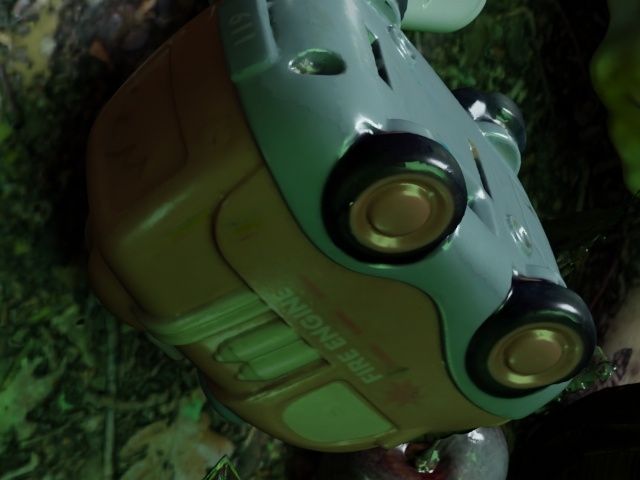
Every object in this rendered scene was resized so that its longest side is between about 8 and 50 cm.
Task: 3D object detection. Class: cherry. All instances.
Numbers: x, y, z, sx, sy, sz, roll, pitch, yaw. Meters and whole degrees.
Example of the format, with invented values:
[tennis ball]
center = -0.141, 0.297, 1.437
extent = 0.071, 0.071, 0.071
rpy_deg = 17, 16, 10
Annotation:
[cherry]
center = 0.082, 0.140, 1.229
extent = 0.188, 0.115, 0.148
rpy_deg = -40, 125, -24

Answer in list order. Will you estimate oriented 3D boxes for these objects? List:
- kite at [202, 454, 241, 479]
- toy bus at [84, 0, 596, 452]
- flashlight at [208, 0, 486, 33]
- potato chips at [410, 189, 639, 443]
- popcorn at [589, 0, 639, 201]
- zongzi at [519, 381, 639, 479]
[kite]
center = -0.070, 0.192, 1.190
extent = 0.222, 0.008, 0.125
rpy_deg = 0, 104, -43
[toy bus]
center = 0.000, 0.000, 1.033
extent = 0.232, 0.194, 0.288
rpy_deg = -31, 132, 14
[flashlight]
center = 0.024, -0.150, 1.107
extent = 0.200, 0.047, 0.093
rpy_deg = -4, 113, -41
[potato chips]
center = 0.117, 0.046, 1.174
extent = 0.029, 0.202, 0.220
rpy_deg = 56, 46, -20
[popcorn]
center = 0.323, -0.128, 1.235
extent = 0.292, 0.293, 0.334
rpy_deg = -30, 140, -29
[zongzi]
center = 0.337, 0.287, 1.267
extent = 0.208, 0.403, 0.432
rpy_deg = -16, 91, -44
